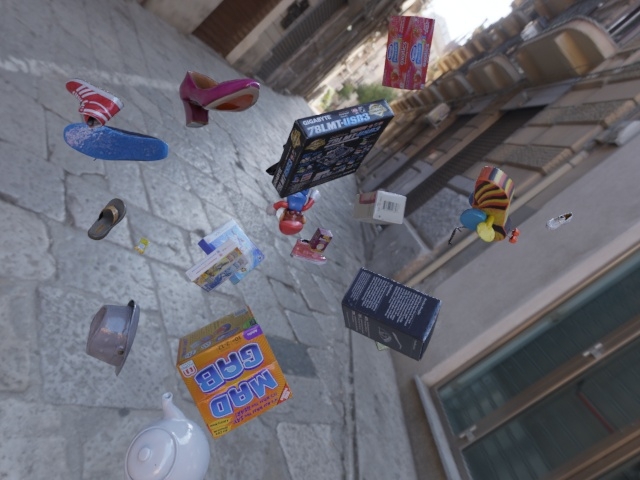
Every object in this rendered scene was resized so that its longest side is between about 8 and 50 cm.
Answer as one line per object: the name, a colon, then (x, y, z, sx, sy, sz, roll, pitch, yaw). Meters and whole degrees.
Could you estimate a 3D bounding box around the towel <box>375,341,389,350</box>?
towel: (0.258, 0.365, 1.712, 0.027, 0.110, 0.148, 82, -4, -50)

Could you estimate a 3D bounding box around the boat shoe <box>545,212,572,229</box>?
boat shoe: (0.750, -0.063, 1.350, 0.035, 0.100, 0.035, 92, -25, -48)

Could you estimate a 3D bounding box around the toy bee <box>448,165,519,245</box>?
toy bee: (0.464, -0.068, 1.150, 0.162, 0.195, 0.298, 24, -9, 15)

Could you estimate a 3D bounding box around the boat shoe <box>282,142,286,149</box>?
boat shoe: (-0.070, -0.327, 1.549, 0.049, 0.133, 0.042, 109, -17, -67)

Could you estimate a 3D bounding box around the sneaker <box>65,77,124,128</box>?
sneaker: (-0.413, -0.239, 0.755, 0.119, 0.067, 0.042, 23, -24, 12)

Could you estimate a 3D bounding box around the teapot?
teapot: (-0.447, 0.611, 1.197, 0.256, 0.253, 0.187, 49, -11, 29)

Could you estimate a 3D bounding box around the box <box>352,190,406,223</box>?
box: (0.263, -0.146, 1.963, 0.149, 0.126, 0.232, 10, -1, -19)

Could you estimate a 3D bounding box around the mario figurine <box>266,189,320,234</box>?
mario figurine: (-0.127, -0.179, 1.999, 0.198, 0.320, 0.170, 22, 18, 22)

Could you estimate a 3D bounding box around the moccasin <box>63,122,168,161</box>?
moccasin: (-0.740, -0.343, 1.571, 0.342, 0.137, 0.117, 10, 11, -30)

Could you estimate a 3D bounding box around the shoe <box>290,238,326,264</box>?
shoe: (-0.036, 0.046, 1.767, 0.178, 0.081, 0.063, 14, 16, -35)

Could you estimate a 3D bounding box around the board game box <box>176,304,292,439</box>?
board game box: (-0.384, 0.552, 1.895, 0.356, 0.356, 0.356, 67, -13, -11)

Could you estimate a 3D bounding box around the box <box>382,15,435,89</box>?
box: (0.335, -0.719, 1.658, 0.123, 0.256, 0.128, -13, 30, -34)

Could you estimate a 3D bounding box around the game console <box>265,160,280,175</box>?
game console: (-0.090, -0.399, 1.913, 0.043, 0.361, 0.213, 58, 3, 6)

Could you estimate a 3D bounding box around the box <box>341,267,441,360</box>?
box: (0.166, 0.177, 1.022, 0.207, 0.108, 0.153, 22, -27, 19)

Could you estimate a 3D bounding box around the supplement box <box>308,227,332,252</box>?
supplement box: (0.000, 0.000, 1.604, 0.055, 0.083, 0.043, 14, 34, -28)

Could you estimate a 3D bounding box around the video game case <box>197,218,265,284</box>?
video game case: (-0.434, 0.051, 2.137, 0.269, 0.061, 0.244, 49, 36, -5)

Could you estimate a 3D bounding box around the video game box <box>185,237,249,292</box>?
video game box: (-0.352, 0.092, 1.501, 0.048, 0.187, 0.205, 46, -10, 15)

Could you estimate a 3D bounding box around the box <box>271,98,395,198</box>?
box: (0.027, -0.260, 1.239, 0.073, 0.296, 0.293, 59, -28, 15)

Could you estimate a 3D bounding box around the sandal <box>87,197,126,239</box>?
sandal: (-0.863, -0.096, 1.740, 0.090, 0.060, 0.219, 22, 49, 1)

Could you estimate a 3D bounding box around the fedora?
fedora: (-0.720, 0.323, 1.472, 0.124, 0.275, 0.243, 18, 31, -30)

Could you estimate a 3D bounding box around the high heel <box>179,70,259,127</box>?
high heel: (-0.302, -0.450, 1.230, 0.127, 0.377, 0.181, -5, 92, -46)

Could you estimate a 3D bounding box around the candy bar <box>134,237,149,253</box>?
candy bar: (-0.679, 0.016, 1.643, 0.040, 0.018, 0.161, 37, 4, -19)
